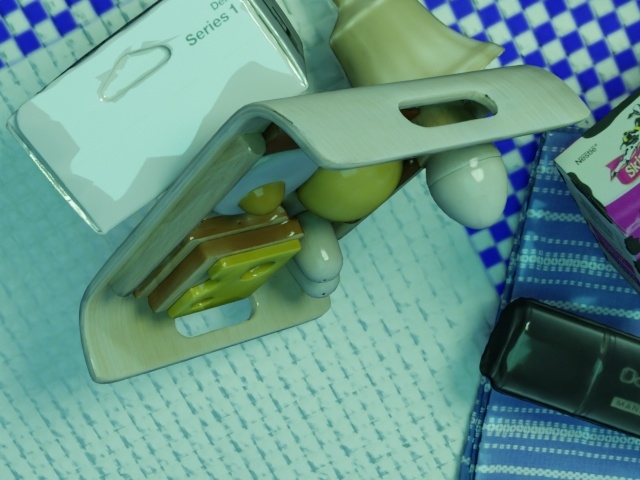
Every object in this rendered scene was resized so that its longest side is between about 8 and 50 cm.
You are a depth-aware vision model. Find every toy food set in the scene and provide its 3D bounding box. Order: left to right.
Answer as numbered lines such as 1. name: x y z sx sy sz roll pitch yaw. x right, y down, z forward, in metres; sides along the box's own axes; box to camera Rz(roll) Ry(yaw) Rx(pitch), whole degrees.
1. toy food set: 0.000 0.000 0.746 0.306 0.219 0.092 -42 69 46

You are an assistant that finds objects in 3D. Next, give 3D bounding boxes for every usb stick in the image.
1. usb stick: 0.258 0.118 0.909 0.278 0.045 0.077 19 96 -11

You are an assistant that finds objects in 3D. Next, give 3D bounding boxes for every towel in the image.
1. towel: 0.256 0.086 0.937 0.243 0.040 0.336 8 106 -6

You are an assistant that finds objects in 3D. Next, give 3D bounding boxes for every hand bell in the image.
1. hand bell: 0.008 -0.192 0.821 0.126 0.126 0.242 -36 93 8

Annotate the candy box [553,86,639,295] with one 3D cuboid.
1. candy box: 0.255 -0.043 0.776 0.159 0.233 0.071 -40 63 5

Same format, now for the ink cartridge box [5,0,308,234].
1. ink cartridge box: -0.096 -0.106 0.767 0.160 0.219 0.092 -35 104 8
